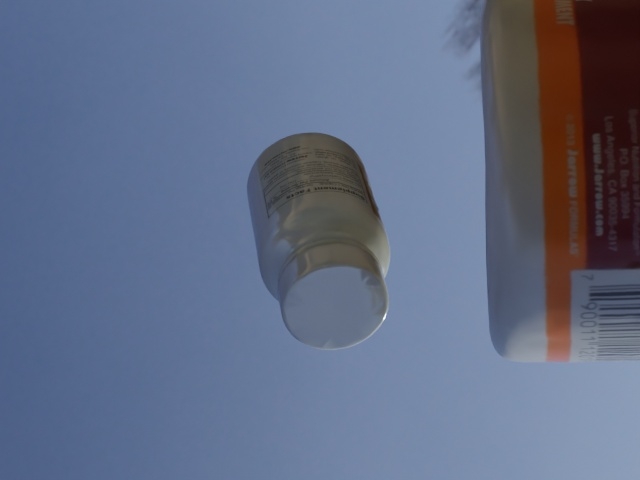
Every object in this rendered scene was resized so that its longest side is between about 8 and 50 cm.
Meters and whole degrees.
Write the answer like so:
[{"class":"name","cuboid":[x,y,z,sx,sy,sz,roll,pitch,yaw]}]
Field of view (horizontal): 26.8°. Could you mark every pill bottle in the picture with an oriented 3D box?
[{"class":"pill bottle","cuboid":[0.000,0.000,1.343,0.131,0.131,0.229,23,-153,-22]},{"class":"pill bottle","cuboid":[0.290,-0.045,0.760,0.392,0.224,0.224,-2,-144,7]}]
